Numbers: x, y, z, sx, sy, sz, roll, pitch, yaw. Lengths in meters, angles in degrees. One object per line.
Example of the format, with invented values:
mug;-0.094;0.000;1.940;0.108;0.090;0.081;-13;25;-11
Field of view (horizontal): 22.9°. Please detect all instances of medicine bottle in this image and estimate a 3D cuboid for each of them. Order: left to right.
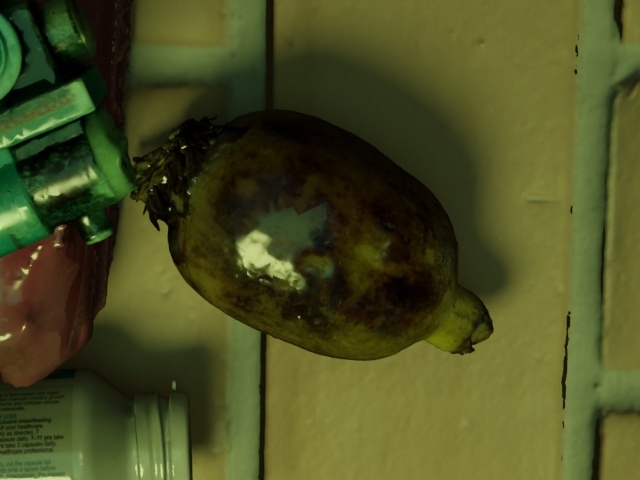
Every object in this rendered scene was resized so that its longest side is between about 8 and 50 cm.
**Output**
medicine bottle;-0.208;0.167;1.224;0.215;0.135;0.135;-3;95;-4

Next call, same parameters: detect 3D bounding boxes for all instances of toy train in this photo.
toy train;-0.266;-0.040;1.010;0.298;0.120;0.194;-23;102;3

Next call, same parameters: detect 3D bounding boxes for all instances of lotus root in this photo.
lotus root;0.000;0.000;1.219;0.314;0.141;0.169;26;97;-7

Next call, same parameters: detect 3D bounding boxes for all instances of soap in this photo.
soap;-0.218;-0.061;1.168;0.127;0.220;0.324;5;96;5
